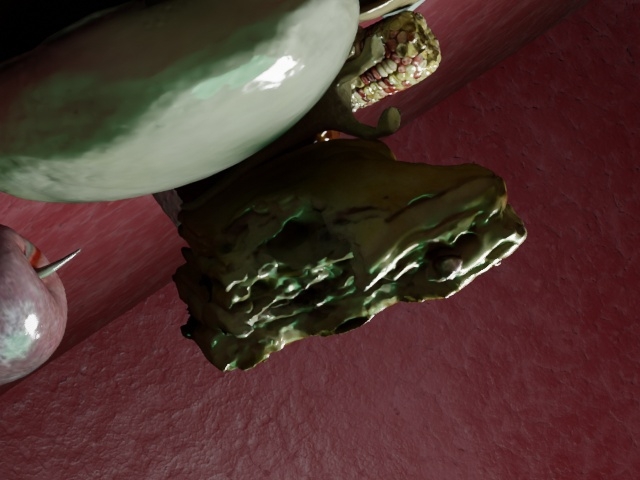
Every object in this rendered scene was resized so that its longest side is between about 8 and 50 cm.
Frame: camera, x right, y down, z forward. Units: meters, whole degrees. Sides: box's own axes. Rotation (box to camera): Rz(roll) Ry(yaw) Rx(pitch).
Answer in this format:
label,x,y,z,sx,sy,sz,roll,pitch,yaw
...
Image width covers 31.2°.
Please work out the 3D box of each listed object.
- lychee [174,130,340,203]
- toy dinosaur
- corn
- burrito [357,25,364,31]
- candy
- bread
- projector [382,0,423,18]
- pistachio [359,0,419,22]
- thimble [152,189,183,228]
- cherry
label,x,y,z,sx,sy,sz,roll,pitch,yaw
lychee,-0.095,-0.134,1.428,0.260,0.260,0.260,-36,176,-3
toy dinosaur,-0.014,-0.128,1.205,0.200,0.072,0.251,-9,-131,40
corn,0.027,-0.215,1.519,0.290,0.098,0.098,-21,-175,34
burrito,0.062,-0.299,1.851,0.188,0.045,0.058,-94,-156,-57
candy,-0.135,-0.147,1.059,0.386,0.186,0.427,-28,-173,-23
bread,0.000,0.000,1.227,0.314,0.191,0.370,-26,-171,-19
projector,0.150,-0.395,1.697,0.147,0.061,0.115,-37,-164,27
pistachio,0.085,-0.346,1.436,0.226,0.136,0.136,-36,176,-30
thimble,-0.154,-0.124,1.763,0.245,0.157,0.217,-40,175,36
cherry,-0.430,0.085,1.458,0.285,0.213,0.236,-27,166,-9
